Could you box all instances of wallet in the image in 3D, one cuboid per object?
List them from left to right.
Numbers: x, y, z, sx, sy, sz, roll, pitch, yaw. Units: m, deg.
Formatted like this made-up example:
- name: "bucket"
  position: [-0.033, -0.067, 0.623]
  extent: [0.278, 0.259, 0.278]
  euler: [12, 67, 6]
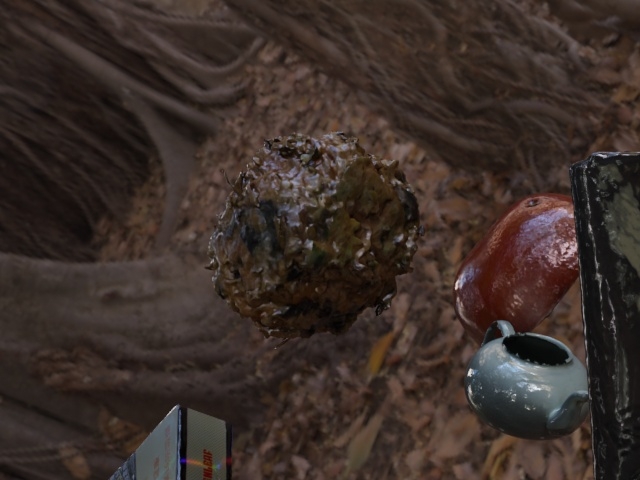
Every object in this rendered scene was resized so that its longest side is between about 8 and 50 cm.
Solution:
- name: "wallet"
  position: [0.290, 0.086, 0.748]
  extent: [0.044, 0.170, 0.321]
  euler: [-125, 31, -87]

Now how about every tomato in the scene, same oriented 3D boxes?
- name: "tomato"
  position: [0.343, 0.036, 1.700]
  extent: [0.338, 0.143, 0.338]
  euler: [-50, 2, 3]

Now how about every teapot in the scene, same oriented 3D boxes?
- name: "teapot"
  position: [0.316, 0.213, 1.455]
  extent: [0.294, 0.193, 0.129]
  euler: [-127, 42, -63]

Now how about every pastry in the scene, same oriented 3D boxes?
- name: "pastry"
  position: [0.000, 0.000, 1.147]
  extent: [0.275, 0.275, 0.193]
  euler: [-64, 17, -3]

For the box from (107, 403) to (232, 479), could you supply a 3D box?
- name: "box"
  position: [-0.222, 0.375, 1.215]
  extent: [0.310, 0.084, 0.198]
  euler: [-47, 31, 32]
